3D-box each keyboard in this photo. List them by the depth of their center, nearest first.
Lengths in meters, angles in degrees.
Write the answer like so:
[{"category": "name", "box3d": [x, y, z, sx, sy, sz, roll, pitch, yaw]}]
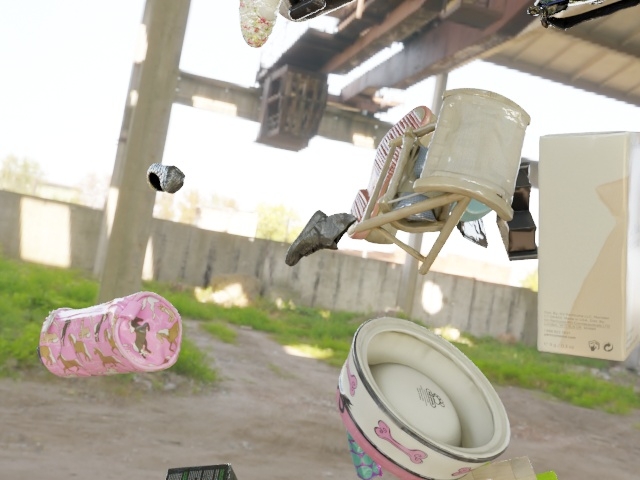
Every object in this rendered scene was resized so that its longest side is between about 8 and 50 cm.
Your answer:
[{"category": "keyboard", "box3d": [0.429, -0.085, 2.078, 0.033, 0.201, 0.317, -15, -13, 23]}]

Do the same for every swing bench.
[{"category": "swing bench", "box3d": [0.222, -0.120, 1.264, 0.165, 0.253, 0.255, 33, -39, -13]}]

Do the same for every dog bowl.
[{"category": "dog bowl", "box3d": [0.215, 0.368, 1.596, 0.408, 0.150, 0.408, 26, 27, -14]}]

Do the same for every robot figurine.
[{"category": "robot figurine", "box3d": [-0.004, -0.664, 1.806, 0.278, 0.173, 0.209, -13, 7, 33]}]

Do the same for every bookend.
[{"category": "bookend", "box3d": [0.434, -0.064, 1.544, 0.072, 0.157, 0.156, -5, 34, 5]}]

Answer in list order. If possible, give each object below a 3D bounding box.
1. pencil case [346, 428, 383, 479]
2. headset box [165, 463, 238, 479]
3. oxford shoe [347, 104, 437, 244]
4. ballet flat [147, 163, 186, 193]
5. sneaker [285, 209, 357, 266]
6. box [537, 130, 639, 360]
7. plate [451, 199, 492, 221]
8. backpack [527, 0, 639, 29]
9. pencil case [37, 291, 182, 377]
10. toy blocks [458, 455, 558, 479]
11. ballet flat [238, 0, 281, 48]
[{"category": "pencil case", "box3d": [0.107, 0.509, 1.730, 0.070, 0.151, 0.064, -2, 25, 24]}, {"category": "headset box", "box3d": [-0.208, 0.607, 1.326, 0.131, 0.283, 0.246, -7, 37, 10]}, {"category": "oxford shoe", "box3d": [0.207, -0.159, 1.812, 0.146, 0.397, 0.140, 17, 32, -20]}, {"category": "ballet flat", "box3d": [-0.293, -0.110, 1.298, 0.057, 0.049, 0.173, 48, -19, -19]}, {"category": "sneaker", "box3d": [0.001, 0.000, 1.534, 0.089, 0.170, 0.051, 34, 2, 17]}, {"category": "box", "box3d": [0.390, 0.000, 1.017, 0.121, 0.311, 0.148, 3, 10, 34]}, {"category": "plate", "box3d": [0.407, -0.128, 1.800, 0.188, 0.188, 0.024, 11, 21, -31]}, {"category": "backpack", "box3d": [0.533, -0.520, 1.262, 0.263, 0.213, 0.276, 4, 28, 42]}, {"category": "pencil case", "box3d": [-0.450, 0.205, 1.497, 0.386, 0.160, 0.167, -12, -18, 43]}, {"category": "toy blocks", "box3d": [0.380, 0.664, 1.777, 0.381, 0.190, 0.261, -12, -37, -5]}, {"category": "ballet flat", "box3d": [-0.107, -0.488, 1.353, 0.077, 0.241, 0.091, -11, -19, 43]}]
